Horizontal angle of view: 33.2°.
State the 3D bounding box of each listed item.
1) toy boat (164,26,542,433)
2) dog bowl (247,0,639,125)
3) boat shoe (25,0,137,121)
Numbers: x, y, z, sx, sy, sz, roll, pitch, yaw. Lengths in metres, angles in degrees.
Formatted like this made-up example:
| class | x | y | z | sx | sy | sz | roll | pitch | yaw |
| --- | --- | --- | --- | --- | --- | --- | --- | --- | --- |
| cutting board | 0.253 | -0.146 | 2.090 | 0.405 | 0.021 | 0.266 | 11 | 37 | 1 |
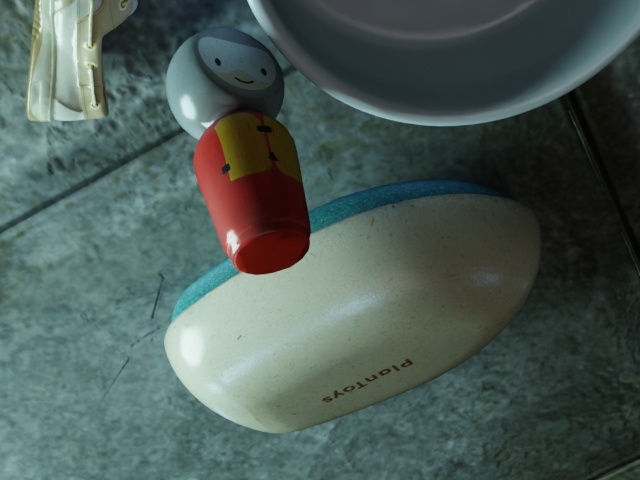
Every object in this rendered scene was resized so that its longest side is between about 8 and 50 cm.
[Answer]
| class | x | y | z | sx | sy | sz | roll | pitch | yaw |
| --- | --- | --- | --- | --- | --- | --- | --- | --- | --- |
| toy boat | 0.000 | 0.000 | 0.692 | 0.267 | 0.148 | 0.318 | -23 | 148 | 9 |
| dog bowl | 0.076 | -0.204 | 0.602 | 0.264 | 0.104 | 0.265 | -5 | 124 | -7 |
| boat shoe | -0.138 | -0.144 | 0.633 | 0.059 | 0.063 | 0.170 | 5 | 131 | -17 |
